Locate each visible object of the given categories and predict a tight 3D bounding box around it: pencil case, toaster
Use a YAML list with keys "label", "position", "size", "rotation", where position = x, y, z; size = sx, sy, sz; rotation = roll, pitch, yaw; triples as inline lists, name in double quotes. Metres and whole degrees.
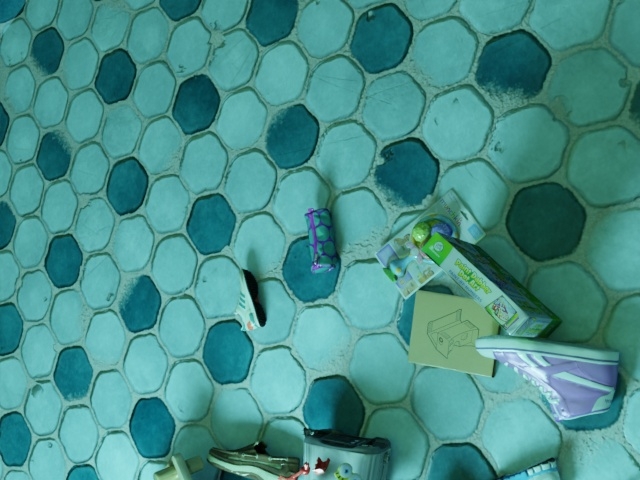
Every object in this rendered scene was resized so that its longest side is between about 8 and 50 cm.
- label: "pencil case"
  position: [0.000, 0.000, 1.915]
  size: [0.065, 0.070, 0.151]
  rotation: [-16, 75, 30]
- label: "toaster"
  position: [0.048, 0.513, 1.785]
  size: [0.227, 0.129, 0.146]
  rotation: [3, 88, 25]

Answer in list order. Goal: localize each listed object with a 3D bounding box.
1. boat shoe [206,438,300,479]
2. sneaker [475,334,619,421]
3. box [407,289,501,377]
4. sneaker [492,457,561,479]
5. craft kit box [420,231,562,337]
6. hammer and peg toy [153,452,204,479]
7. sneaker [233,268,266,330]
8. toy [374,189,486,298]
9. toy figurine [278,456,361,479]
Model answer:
- label: "boat shoe"
  position: [-0.159, 0.536, 1.947]
  size: [0.258, 0.095, 0.095]
  rotation: [10, 75, 27]
- label: "sneaker"
  position: [0.440, 0.277, 1.585]
  size: [0.282, 0.102, 0.161]
  rotation: [7, 92, 29]
- label: "box"
  position: [0.294, 0.203, 1.736]
  size: [0.201, 0.021, 0.164]
  rotation: [7, 88, 32]
- label: "sneaker"
  position: [0.402, 0.511, 1.605]
  size: [0.191, 0.071, 0.082]
  rotation: [-29, 75, 26]
- label: "craft kit box"
  position: [0.345, 0.092, 1.582]
  size: [0.061, 0.250, 0.246]
  rotation: [-50, 63, 16]
- label: "hammer and peg toy"
  position: [-0.307, 0.721, 1.931]
  size: [0.361, 0.127, 0.266]
  rotation: [60, 144, 23]
- label: "sneaker"
  position: [-0.195, 0.155, 2.025]
  size: [0.075, 0.057, 0.161]
  rotation: [-23, 75, 22]
- label: "toy"
  position: [0.234, 0.008, 1.776]
  size: [0.237, 0.056, 0.137]
  rotation: [-42, 66, 21]
- label: "toy figurine"
  position: [0.026, 0.663, 1.644]
  size: [0.191, 0.217, 0.362]
  rotation: [-23, 105, 28]
